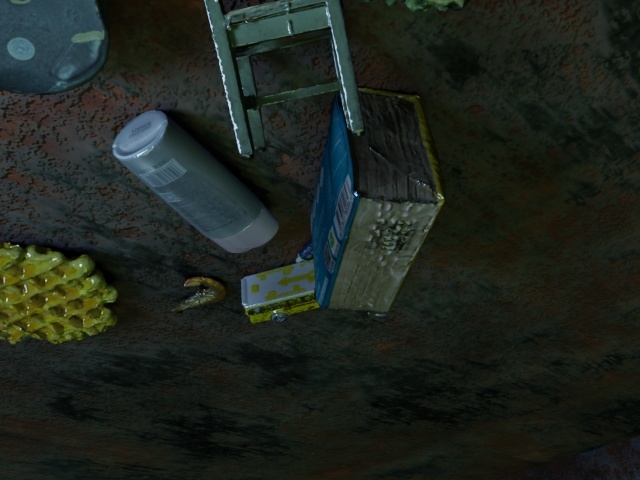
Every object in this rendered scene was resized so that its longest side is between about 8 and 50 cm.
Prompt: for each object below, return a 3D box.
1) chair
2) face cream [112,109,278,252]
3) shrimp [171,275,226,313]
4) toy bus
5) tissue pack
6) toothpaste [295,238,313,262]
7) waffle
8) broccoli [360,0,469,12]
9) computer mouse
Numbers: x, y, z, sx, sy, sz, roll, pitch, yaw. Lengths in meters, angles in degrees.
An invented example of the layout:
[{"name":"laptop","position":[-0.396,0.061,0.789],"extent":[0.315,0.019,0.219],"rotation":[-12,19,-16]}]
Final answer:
[{"name":"chair","position":[-0.043,-0.231,0.672],"extent":[0.136,0.147,0.271],"rotation":[-12,102,4]},{"name":"face cream","position":[-0.169,-0.070,0.910],"extent":[0.107,0.073,0.269],"rotation":[-16,144,22]},{"name":"shrimp","position":[-0.236,0.101,1.186],"extent":[0.127,0.025,0.091],"rotation":[-28,140,21]},{"name":"toy bus","position":[-0.027,0.086,1.148],"extent":[0.226,0.081,0.074],"rotation":[-13,143,10]},{"name":"tissue pack","position":[0.068,-0.044,0.879],"extent":[0.133,0.192,0.271],"rotation":[2,145,-10]},{"name":"toothpaste","position":[0.000,0.000,1.083],"extent":[0.037,0.021,0.140],"rotation":[20,136,-31]},{"name":"waffle","position":[-0.507,0.099,1.114],"extent":[0.307,0.060,0.312],"rotation":[0,143,-7]},{"name":"broccoli","position":[0.069,-0.308,0.470],"extent":[0.288,0.248,0.246],"rotation":[-39,166,-34]},{"name":"computer mouse","position":[-0.262,-0.292,0.570],"extent":[0.167,0.090,0.379],"rotation":[4,138,-24]}]
